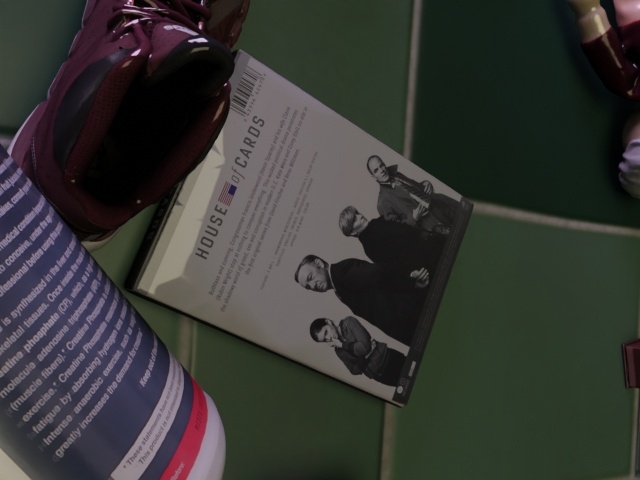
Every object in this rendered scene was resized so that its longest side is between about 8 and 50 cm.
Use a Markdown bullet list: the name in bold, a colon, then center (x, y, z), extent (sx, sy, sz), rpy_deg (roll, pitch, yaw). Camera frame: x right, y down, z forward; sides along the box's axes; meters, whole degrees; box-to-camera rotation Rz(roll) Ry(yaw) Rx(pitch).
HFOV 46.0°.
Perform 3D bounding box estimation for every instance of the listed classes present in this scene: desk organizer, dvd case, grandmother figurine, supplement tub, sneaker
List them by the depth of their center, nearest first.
- **supplement tub**: center (-0.189, 0.054, 0.339), extent (0.191, 0.191, 0.272), rpy_deg (-43, 112, -25)
- **sneaker**: center (-0.077, -0.121, 0.425), extent (0.106, 0.162, 0.281), rpy_deg (25, 77, -30)
- **dvd case**: center (0.000, 0.000, 0.553), extent (0.238, 0.029, 0.179), rpy_deg (29, 76, -29)
- **grandmother figurine**: center (0.328, -0.209, 0.725), extent (0.207, 0.104, 0.343), rpy_deg (-4, 95, -5)
- **desk organizer**: center (0.374, 0.118, 0.775), extent (0.130, 0.050, 0.047), rpy_deg (-10, 95, -32)
